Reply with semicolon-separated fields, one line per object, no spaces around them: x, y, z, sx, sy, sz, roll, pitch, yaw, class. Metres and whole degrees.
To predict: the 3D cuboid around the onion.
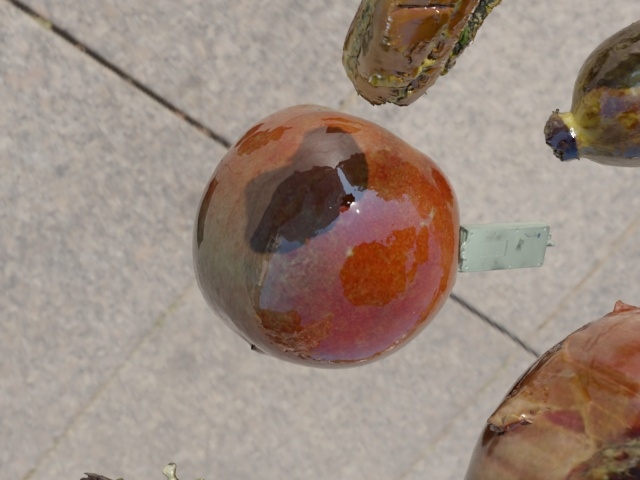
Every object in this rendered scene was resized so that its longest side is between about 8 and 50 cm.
0.246;0.194;0.888;0.353;0.353;0.354;-14;127;-19;onion

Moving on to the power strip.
0.192;0.006;1.390;0.136;0.019;0.051;-4;109;-34;power strip

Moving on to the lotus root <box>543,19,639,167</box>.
0.337;-0.153;1.351;0.260;0.128;0.145;-30;134;-6;lotus root

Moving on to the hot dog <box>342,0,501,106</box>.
0.080;-0.178;0.843;0.115;0.072;0.269;-31;163;-28;hot dog

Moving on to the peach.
0.000;0.000;1.241;0.252;0.252;0.252;-14;127;-19;peach

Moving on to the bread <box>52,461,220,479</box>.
-0.203;0.286;1.071;0.142;0.266;0.178;-26;108;-61;bread
